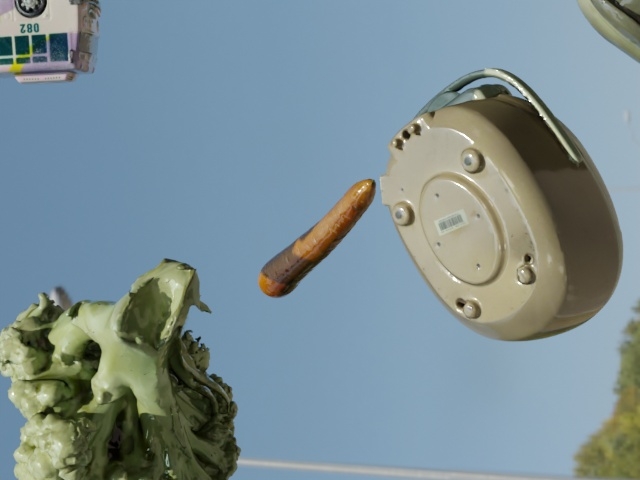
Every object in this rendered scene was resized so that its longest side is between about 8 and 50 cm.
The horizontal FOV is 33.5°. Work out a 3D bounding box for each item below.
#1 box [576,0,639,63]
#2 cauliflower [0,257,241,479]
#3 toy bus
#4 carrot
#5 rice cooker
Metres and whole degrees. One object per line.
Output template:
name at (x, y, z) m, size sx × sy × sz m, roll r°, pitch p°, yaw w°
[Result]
box at (0.285, -0.272, 0.821) m, size 0.138 × 0.178 × 0.274 m, roll 25°, pitch -138°, yaw -28°
cauliflower at (-0.226, 0.164, 1.129) m, size 0.260 × 0.327 × 0.281 m, roll -49°, pitch -24°, yaw -22°
toy bus at (-0.191, -0.127, 0.668) m, size 0.052 × 0.102 × 0.058 m, roll -54°, pitch -38°, yaw -84°
carrot at (0.000, 0.000, 0.963) m, size 0.037 × 0.190 × 0.037 m, roll 20°, pitch -130°, yaw -26°
rice cooker at (0.132, -0.022, 0.791) m, size 0.127 × 0.145 × 0.206 m, roll -21°, pitch -104°, yaw -49°
